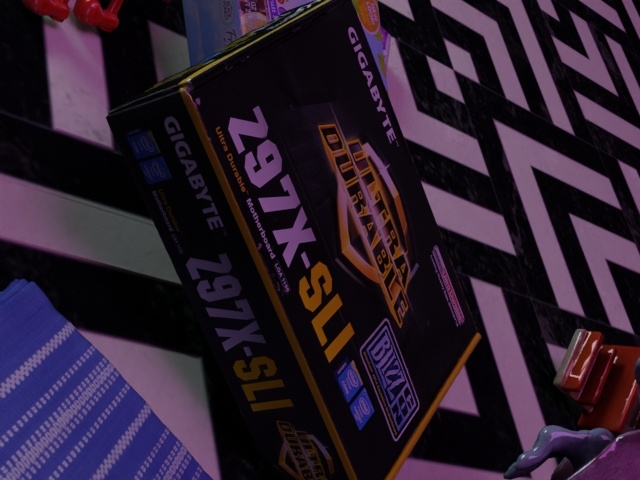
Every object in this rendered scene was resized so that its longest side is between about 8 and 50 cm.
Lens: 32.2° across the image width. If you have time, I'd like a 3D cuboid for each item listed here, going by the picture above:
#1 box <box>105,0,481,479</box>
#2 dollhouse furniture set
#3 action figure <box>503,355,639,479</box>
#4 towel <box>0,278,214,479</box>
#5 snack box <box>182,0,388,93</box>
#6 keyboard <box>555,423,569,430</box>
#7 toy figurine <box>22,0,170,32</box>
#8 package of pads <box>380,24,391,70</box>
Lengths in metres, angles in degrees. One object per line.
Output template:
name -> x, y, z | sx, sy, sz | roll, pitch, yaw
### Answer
box -> 0.000, 0.000, 0.835 | 0.257, 0.079, 0.322 | -43, 115, -53
dollhouse furniture set -> 0.372, 0.161, 1.074 | 0.135, 0.259, 0.262 | 42, 65, -32
action figure -> 0.260, 0.306, 0.777 | 0.370, 0.276, 0.248 | 46, -7, 21
towel -> -0.111, 0.182, 0.622 | 0.336, 0.040, 0.243 | 50, 17, -7
snack box -> -0.021, -0.140, 0.982 | 0.207, 0.070, 0.174 | -7, 89, -54
keyboard -> 0.302, 0.268, 1.115 | 0.192, 0.038, 0.100 | 39, 13, -20
toy figurine -> -0.231, -0.308, 0.908 | 0.217, 0.191, 0.363 | 40, 20, 34
package of pads -> 0.051, -0.211, 1.220 | 0.050, 0.032, 0.083 | 41, 35, -24
